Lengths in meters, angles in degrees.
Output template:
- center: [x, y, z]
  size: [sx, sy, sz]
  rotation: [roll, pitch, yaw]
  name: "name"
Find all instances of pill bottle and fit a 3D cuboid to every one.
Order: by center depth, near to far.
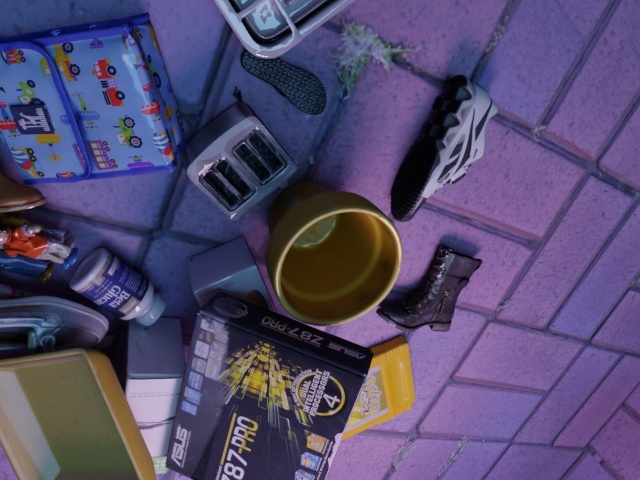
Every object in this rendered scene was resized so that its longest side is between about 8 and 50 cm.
- center: [-0.393, 0.099, 0.942]
  size: [0.094, 0.094, 0.169]
  rotation: [-41, 124, 5]
  name: "pill bottle"

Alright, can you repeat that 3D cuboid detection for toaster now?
- center: [-0.153, -0.151, 0.887]
  size: [0.168, 0.110, 0.186]
  rotation: [-39, 124, 2]
  name: "toaster"

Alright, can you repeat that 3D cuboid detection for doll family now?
- center: [-0.552, 0.018, 0.839]
  size: [0.163, 0.118, 0.263]
  rotation: [28, 126, -38]
  name: "doll family"

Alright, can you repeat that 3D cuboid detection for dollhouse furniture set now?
- center: [-0.461, 0.186, 0.983]
  size: [0.081, 0.091, 0.114]
  rotation: [-7, 118, -36]
  name: "dollhouse furniture set"

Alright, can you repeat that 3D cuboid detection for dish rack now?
- center: [-0.048, -0.495, 0.757]
  size: [0.333, 0.072, 0.285]
  rotation: [-36, 124, 1]
  name: "dish rack"

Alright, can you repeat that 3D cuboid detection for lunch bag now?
- center: [-0.395, -0.216, 0.763]
  size: [0.293, 0.138, 0.221]
  rotation: [-9, 123, 2]
  name: "lunch bag"

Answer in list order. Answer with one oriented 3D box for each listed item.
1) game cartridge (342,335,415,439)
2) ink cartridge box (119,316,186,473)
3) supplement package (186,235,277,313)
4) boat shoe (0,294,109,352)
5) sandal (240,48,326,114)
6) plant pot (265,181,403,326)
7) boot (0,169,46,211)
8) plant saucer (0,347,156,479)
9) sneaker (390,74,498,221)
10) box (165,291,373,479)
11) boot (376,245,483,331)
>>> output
- center: [0.116, 0.442, 1.364]
  size: [0.323, 0.053, 0.285]
  rotation: [-20, 123, -9]
  name: "game cartridge"
- center: [-0.369, 0.328, 1.018]
  size: [0.114, 0.198, 0.273]
  rotation: [7, 115, -24]
  name: "ink cartridge box"
- center: [-0.175, 0.139, 1.027]
  size: [0.139, 0.134, 0.244]
  rotation: [-24, 124, -8]
  name: "supplement package"
- center: [-0.548, 0.161, 0.838]
  size: [0.320, 0.103, 0.118]
  rotation: [15, 135, -32]
  name: "boat shoe"
- center: [-0.064, -0.301, 0.886]
  size: [0.179, 0.040, 0.067]
  rotation: [30, 99, -17]
  name: "sandal"
- center: [0.000, 0.000, 0.954]
  size: [0.254, 0.239, 0.254]
  rotation: [-10, 121, -17]
  name: "plant pot"
- center: [-0.540, -0.128, 0.749]
  size: [0.197, 0.073, 0.152]
  rotation: [8, 109, -7]
  name: "boot"
- center: [-0.468, 0.347, 0.896]
  size: [0.332, 0.081, 0.333]
  rotation: [-12, 103, 23]
  name: "plant saucer"
- center: [0.277, -0.172, 1.037]
  size: [0.146, 0.122, 0.331]
  rotation: [19, 110, -27]
  name: "sneaker"
- center: [-0.110, 0.330, 0.916]
  size: [0.318, 0.097, 0.395]
  rotation: [22, 112, 8]
  name: "box"
- center: [0.283, 0.118, 1.237]
  size: [0.263, 0.091, 0.229]
  rotation: [8, 109, -29]
  name: "boot"
